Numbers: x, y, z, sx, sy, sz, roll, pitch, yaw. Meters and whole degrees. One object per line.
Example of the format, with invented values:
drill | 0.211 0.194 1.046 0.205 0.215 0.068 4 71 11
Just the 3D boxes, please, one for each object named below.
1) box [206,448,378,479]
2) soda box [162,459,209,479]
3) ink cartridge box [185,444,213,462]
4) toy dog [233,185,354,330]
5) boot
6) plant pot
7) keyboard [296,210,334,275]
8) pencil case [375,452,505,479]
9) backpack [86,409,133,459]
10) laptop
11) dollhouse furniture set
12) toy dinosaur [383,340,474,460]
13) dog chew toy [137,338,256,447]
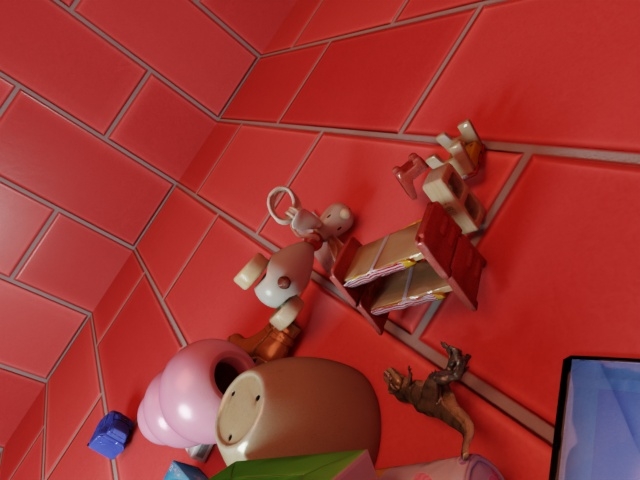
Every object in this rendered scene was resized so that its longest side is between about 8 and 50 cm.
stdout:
box | -0.034 0.404 0.612 0.262 0.127 0.230 -26 82 37
soda box | -0.261 0.537 1.034 0.210 0.071 0.067 2 63 55
ink cartridge box | -0.285 0.433 1.211 0.145 0.045 0.179 -63 22 -10
toy dog | -0.034 0.026 1.062 0.161 0.220 0.333 -29 37 62
boot | -0.128 0.225 1.150 0.197 0.073 0.152 31 89 47
plant pot | -0.065 0.317 0.854 0.284 0.191 0.284 -35 35 30
keyboard | 0.000 0.000 1.241 0.072 0.014 0.256 -47 32 5
pencil case | 0.110 0.358 0.644 0.273 0.114 0.124 -31 55 36
backpack | -0.610 0.568 1.479 0.101 0.098 0.120 -41 20 8
laptop | 0.320 0.202 0.472 0.137 0.264 0.234 11 66 18
dollhouse furniture set | 0.192 -0.032 0.908 0.201 0.152 0.374 -24 26 43
toy dinosaur | 0.173 0.209 0.715 0.118 0.064 0.268 -64 11 -5
dog chew toy | -0.276 0.341 1.056 0.332 0.207 0.206 -35 36 36
